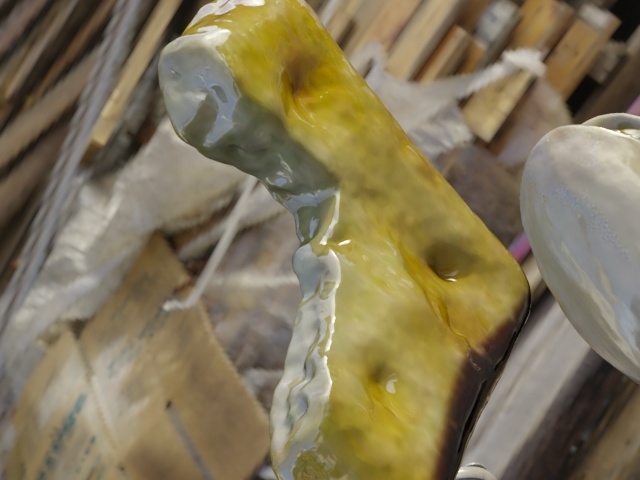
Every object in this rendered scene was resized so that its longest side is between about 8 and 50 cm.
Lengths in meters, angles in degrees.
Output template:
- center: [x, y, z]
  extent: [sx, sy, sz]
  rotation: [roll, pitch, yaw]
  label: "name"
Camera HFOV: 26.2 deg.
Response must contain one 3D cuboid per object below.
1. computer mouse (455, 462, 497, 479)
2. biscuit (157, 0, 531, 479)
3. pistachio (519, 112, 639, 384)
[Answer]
- center: [0.073, 0.168, 0.794]
  extent: [0.039, 0.066, 0.096]
  rotation: [-131, 38, -63]
  label: "computer mouse"
- center: [0.000, 0.000, 0.477]
  extent: [0.039, 0.183, 0.174]
  rotation: [-34, 8, 35]
  label: "biscuit"
- center: [0.217, 0.016, 0.869]
  extent: [0.144, 0.215, 0.144]
  rotation: [-37, -15, -11]
  label: "pistachio"
